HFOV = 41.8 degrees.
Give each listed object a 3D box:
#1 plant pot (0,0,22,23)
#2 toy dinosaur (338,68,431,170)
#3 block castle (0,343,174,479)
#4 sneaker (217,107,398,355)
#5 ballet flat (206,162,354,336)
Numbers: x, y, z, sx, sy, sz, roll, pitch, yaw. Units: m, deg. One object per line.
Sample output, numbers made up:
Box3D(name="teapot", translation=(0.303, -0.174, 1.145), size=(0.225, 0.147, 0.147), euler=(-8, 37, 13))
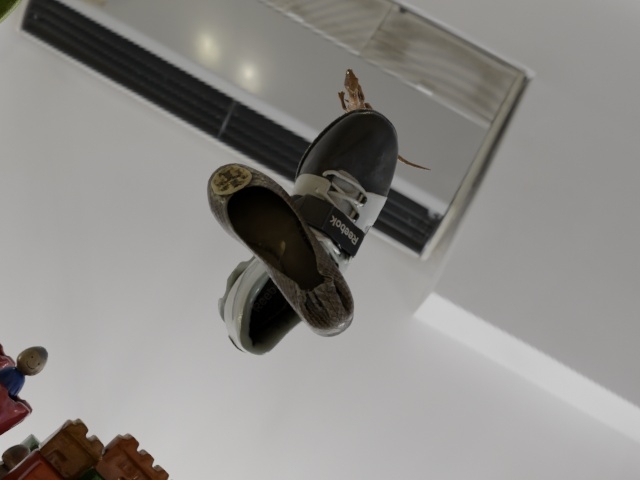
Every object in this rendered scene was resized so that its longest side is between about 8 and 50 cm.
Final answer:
Box3D(name="plant pot", translation=(-0.418, -0.334, 0.695), size=(0.274, 0.275, 0.293), euler=(-28, -107, -24))
Box3D(name="toy dinosaur", translation=(0.076, -0.179, 1.318), size=(0.064, 0.211, 0.112), euler=(-43, -144, 0))
Box3D(name="block castle", translation=(-0.305, 0.309, 1.025), size=(0.213, 0.303, 0.453), euler=(-42, -70, -15))
Box3D(name="sneaker", translation=(0.000, 0.000, 0.991), size=(0.122, 0.146, 0.331), euler=(29, -83, -16))
Box3D(name="ballet flat", translation=(-0.047, -0.002, 0.892), size=(0.084, 0.058, 0.250), euler=(-33, -119, -7))
